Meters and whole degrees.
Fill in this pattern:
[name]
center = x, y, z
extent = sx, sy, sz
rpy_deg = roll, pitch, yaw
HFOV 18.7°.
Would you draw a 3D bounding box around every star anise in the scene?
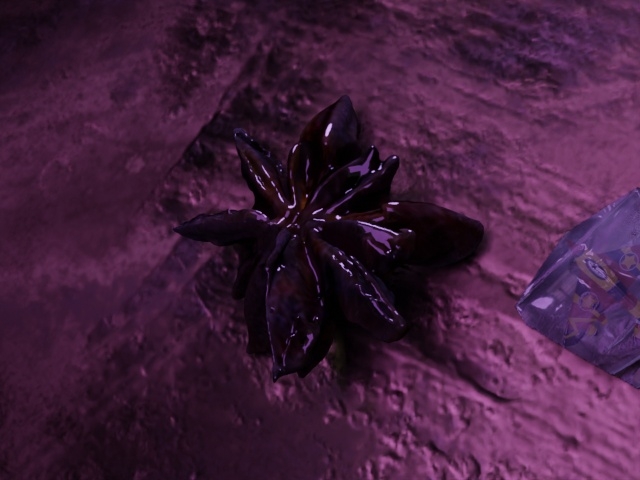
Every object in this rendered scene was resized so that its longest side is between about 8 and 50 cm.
[star anise]
center = -0.004, 0.001, 1.577
extent = 0.212, 0.129, 0.283
rpy_deg = -45, 55, 0

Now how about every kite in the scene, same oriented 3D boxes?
[kite]
center = 0.266, 0.075, 1.493
extent = 0.141, 0.015, 0.245
rpy_deg = -47, 63, 7
